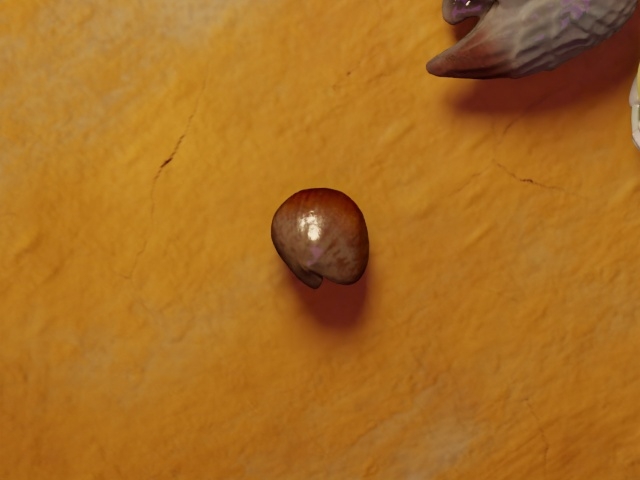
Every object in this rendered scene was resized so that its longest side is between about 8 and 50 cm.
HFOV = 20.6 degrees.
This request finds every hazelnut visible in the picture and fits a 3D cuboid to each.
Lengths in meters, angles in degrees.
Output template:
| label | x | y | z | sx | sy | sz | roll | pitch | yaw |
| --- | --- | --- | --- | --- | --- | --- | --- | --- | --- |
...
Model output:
| label | x | y | z | sx | sy | sz | roll | pitch | yaw |
| --- | --- | --- | --- | --- | --- | --- | --- | --- | --- |
| hazelnut | 0.000 | 0.000 | 1.413 | 0.086 | 0.086 | 0.086 | 1 | 105 | 3 |

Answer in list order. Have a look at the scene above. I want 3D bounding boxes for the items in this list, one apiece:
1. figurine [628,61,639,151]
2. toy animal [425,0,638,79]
| label | x | y | z | sx | sy | sz | roll | pitch | yaw |
| --- | --- | --- | --- | --- | --- | --- | --- | --- | --- |
| figurine | 0.318 | -0.075 | 1.352 | 0.128 | 0.184 | 0.208 | -41 | 137 | 20 |
| toy animal | 0.204 | -0.199 | 1.343 | 0.324 | 0.090 | 0.195 | 13 | 105 | 2 |
